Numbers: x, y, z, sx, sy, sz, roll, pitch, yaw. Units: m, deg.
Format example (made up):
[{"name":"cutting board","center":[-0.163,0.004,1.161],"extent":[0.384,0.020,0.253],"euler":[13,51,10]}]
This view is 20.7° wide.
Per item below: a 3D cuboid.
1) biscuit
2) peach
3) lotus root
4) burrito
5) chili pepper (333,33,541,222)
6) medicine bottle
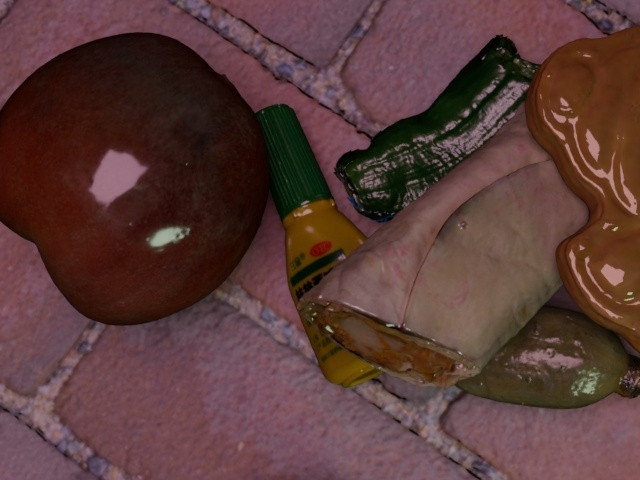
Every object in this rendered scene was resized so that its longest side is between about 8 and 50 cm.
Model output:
[{"name":"biscuit","center":[0.338,-0.042,1.462],"extent":[0.351,0.057,0.312],"euler":[11,73,-10]},{"name":"peach","center":[-0.165,-0.059,1.529],"extent":[0.252,0.252,0.253],"euler":[-1,81,10]},{"name":"lotus root","center":[0.196,0.101,1.517],"extent":[0.183,0.077,0.090],"euler":[9,83,14]},{"name":"burrito","center":[0.127,0.013,1.473],"extent":[0.299,0.105,0.143],"euler":[-41,96,-23]},{"name":"chili pepper","center":[0.119,-0.097,1.570],"extent":[0.224,0.061,0.098],"euler":[-35,65,1]},{"name":"medicine bottle","center":[0.000,0.000,1.573],"extent":[0.095,0.064,0.261],"euler":[-31,73,33]}]
